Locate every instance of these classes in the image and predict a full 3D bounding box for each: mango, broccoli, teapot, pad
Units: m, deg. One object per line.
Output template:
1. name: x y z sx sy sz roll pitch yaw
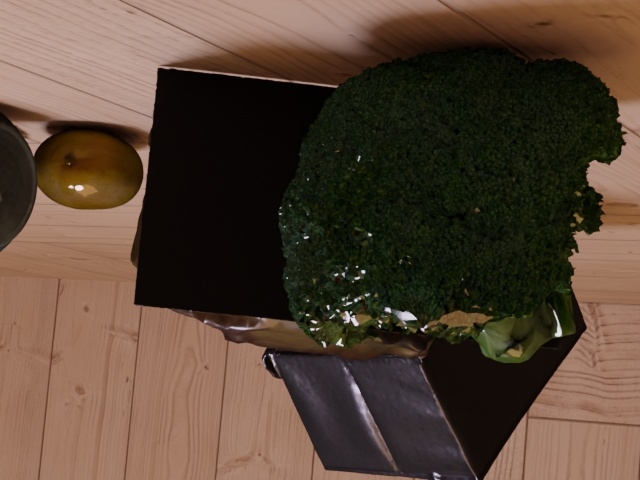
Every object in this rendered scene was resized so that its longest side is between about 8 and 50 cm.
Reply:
1. mango: -0.264 -0.081 1.910 0.130 0.092 0.194 2 -178 6
2. broccoli: 0.108 -0.016 1.320 0.307 0.275 0.308 -25 -156 12
3. teapot: -0.434 -0.051 1.824 0.225 0.203 0.171 5 -160 37
4. pad: 0.028 -0.031 1.465 0.367 0.248 0.007 5 150 -7

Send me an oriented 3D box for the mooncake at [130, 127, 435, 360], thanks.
1. mooncake: 0.000 0.000 1.763 0.394 0.246 0.393 12 177 -27

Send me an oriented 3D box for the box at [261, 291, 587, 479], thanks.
1. box: 0.141 0.124 2.109 0.251 0.204 0.345 -2 -148 40
